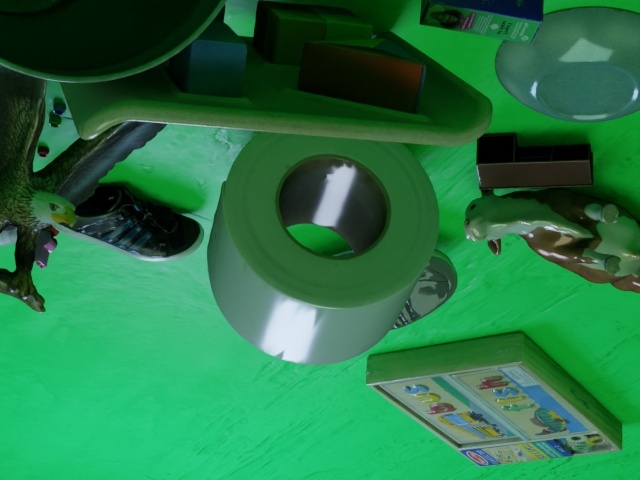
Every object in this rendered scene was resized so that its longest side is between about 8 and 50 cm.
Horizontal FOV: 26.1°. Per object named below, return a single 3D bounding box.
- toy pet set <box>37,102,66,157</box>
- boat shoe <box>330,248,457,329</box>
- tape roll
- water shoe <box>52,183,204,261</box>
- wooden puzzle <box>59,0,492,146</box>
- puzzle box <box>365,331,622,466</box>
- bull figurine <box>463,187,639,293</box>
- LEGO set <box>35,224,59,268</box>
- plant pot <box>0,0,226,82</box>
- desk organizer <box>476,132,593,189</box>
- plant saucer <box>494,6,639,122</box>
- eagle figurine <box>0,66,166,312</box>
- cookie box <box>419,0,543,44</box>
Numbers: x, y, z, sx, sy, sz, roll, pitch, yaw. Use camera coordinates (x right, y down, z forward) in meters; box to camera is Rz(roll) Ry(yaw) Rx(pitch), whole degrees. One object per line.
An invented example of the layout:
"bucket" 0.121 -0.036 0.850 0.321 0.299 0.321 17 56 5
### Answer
"toy pet set" -0.369 -0.116 1.620 0.114 0.065 0.122 13 151 -14
"boat shoe" 0.037 0.061 1.862 0.320 0.103 0.118 -19 125 29
"tape roll" 0.000 0.000 1.579 0.246 0.246 0.169 9 152 -7
"water shoe" -0.247 -0.026 1.758 0.203 0.073 0.080 10 150 -8
"wooden puzzle" -0.056 -0.166 1.243 0.348 0.322 0.080 -1 111 -15
"puzzle box" 0.286 0.266 2.229 0.272 0.052 0.409 -12 147 31
"bull figurine" 0.322 -0.001 1.642 0.310 0.101 0.188 14 -175 -30
"LEGO set" -0.464 0.003 1.832 0.227 0.093 0.087 -4 150 18
"plant pot" -0.227 -0.272 1.117 0.293 0.293 0.196 22 174 -27
"desk organizer" 0.243 -0.092 1.570 0.130 0.047 0.050 -1 149 13
"plant saucer" 0.278 -0.168 1.431 0.195 0.037 0.195 4 151 2
"eagle figurine" -0.316 -0.077 1.545 0.225 0.298 0.226 22 -179 16
"cookie box" 0.150 -0.236 1.270 0.107 0.092 0.040 9 155 -6
